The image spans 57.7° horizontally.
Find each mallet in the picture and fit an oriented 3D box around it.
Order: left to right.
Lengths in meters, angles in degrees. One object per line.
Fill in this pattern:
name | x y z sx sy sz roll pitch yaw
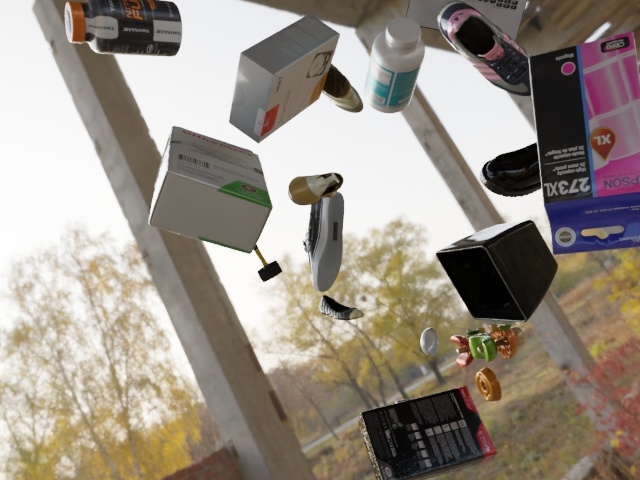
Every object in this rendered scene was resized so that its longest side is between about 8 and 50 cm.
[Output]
mallet | -0.151 0.021 1.458 0.062 0.039 0.190 -24 -57 -7

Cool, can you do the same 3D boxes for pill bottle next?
pill bottle | -0.458 -0.499 1.351 0.245 0.130 0.130 -9 -23 -32
pill bottle | 0.210 -0.493 1.636 0.146 0.146 0.264 -23 -22 -16

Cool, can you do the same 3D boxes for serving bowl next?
serving bowl | 0.321 0.301 1.731 0.027 0.083 0.083 -5 3 39

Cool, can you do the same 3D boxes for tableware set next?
tableware set | 0.460 0.246 1.605 0.104 0.024 0.154 -9 -13 -8

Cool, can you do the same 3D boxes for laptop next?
laptop | 0.490 -0.870 1.832 0.236 0.382 0.408 -47 -29 -71

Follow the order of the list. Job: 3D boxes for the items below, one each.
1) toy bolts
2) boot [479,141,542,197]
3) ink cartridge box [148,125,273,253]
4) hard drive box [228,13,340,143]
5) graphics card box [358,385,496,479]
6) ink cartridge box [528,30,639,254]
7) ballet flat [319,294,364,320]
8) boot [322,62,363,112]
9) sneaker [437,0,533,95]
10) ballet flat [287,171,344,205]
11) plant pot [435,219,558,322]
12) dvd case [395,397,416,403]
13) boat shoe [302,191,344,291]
toy bolts | 0.526 0.352 1.763 0.158 0.218 0.228 -14 5 -15
boot | 0.606 -0.262 1.534 0.348 0.131 0.260 -14 -34 -14
ink cartridge box | -0.229 -0.114 1.209 0.211 0.289 0.122 17 -67 -19
hard drive box | -0.077 -0.340 1.216 0.232 0.089 0.181 -45 -14 -37
graphics card box | 0.326 0.614 1.812 0.370 0.233 0.094 -11 -35 -13
ink cartridge box | 0.481 -0.167 1.031 0.175 0.371 0.069 -7 -8 29
ballet flat | 0.051 0.181 1.542 0.057 0.049 0.173 -9 9 -37
boot | 0.011 -0.407 1.459 0.077 0.213 0.165 -50 -18 10
sneaker | 0.408 -0.428 1.356 0.112 0.319 0.131 -53 18 25
ballet flat | -0.007 -0.140 1.438 0.073 0.080 0.232 -32 -1 25
plant pot | 0.405 0.055 1.288 0.167 0.187 0.188 -34 7 -21
dvd case | 0.337 0.609 2.133 0.087 0.013 0.119 -4 8 -17
boat shoe | -0.003 -0.001 1.766 0.105 0.306 0.113 6 4 40
